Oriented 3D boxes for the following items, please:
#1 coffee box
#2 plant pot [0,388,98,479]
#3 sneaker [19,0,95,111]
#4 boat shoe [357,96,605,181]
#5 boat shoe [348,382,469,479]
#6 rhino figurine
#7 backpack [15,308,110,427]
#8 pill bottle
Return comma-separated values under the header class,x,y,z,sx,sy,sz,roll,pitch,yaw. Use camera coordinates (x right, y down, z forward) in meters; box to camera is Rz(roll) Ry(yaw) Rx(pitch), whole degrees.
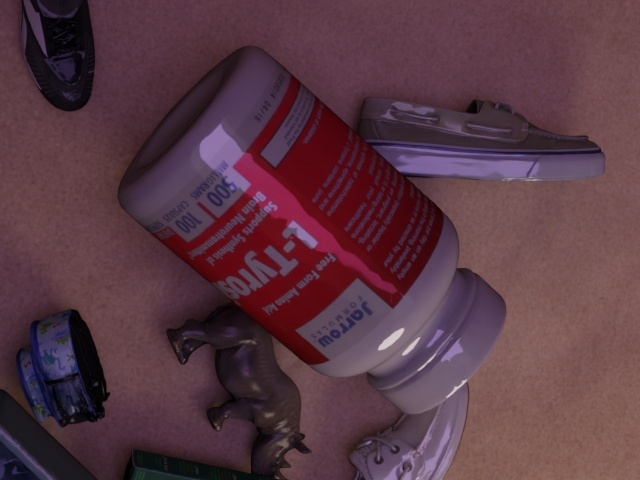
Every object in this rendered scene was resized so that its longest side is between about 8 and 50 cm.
class,x,y,z,sx,sy,sz,roll,pitch,yaw
coffee box,-0.140,0.308,1.761,0.184,0.040,0.113,13,112,-16
plant pot,-0.336,0.300,1.600,0.248,0.252,0.247,-42,104,4
sneaker,-0.281,-0.253,1.651,0.078,0.106,0.234,-7,97,-14
boat shoe,0.188,-0.117,1.800,0.302,0.109,0.094,2,93,-13
boat shoe,0.078,0.269,1.805,0.096,0.098,0.277,28,88,-17
rhino figurine,-0.079,0.179,1.766,0.106,0.073,0.243,-28,106,-8
backpack,-0.284,0.139,1.686,0.084,0.105,0.114,-14,101,-2
pill bottle,0.000,0.000,1.690,0.407,0.229,0.229,41,83,-15
